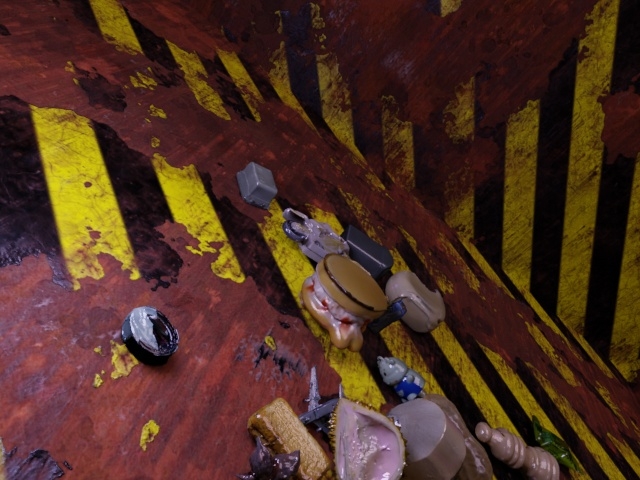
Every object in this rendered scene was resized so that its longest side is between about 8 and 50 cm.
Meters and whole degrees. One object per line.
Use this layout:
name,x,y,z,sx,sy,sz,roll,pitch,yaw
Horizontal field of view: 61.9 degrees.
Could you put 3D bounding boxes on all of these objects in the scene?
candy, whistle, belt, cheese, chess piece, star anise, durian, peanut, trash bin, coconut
candy,0.912,0.805,2.077,0.246,0.069,0.149,37,21,0
whistle,0.270,0.452,1.685,0.244,0.110,0.092,44,58,1
belt,-0.379,0.212,1.184,0.140,0.058,0.105,52,33,10
cheese,0.378,0.239,2.118,0.266,0.127,0.233,44,26,0
chess piece,0.654,0.719,1.814,0.307,0.124,0.138,33,60,-12
star anise,-0.106,0.521,1.017,0.219,0.148,0.227,-20,42,-14
durian,0.114,0.507,1.287,0.183,0.138,0.249,-8,63,-3
peanut,0.382,0.571,1.518,0.298,0.120,0.136,61,9,28
trash bin,0.181,0.056,2.157,0.236,0.101,0.176,35,29,-9
coconut,0.251,0.524,1.382,0.241,0.241,0.241,33,28,-20

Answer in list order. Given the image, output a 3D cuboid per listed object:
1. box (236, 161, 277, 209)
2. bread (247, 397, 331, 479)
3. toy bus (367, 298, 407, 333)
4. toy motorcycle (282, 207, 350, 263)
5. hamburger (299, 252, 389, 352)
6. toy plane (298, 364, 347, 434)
box,-0.231,-0.210,1.982,0.124,0.093,0.172,21,33,-38
bread,-0.071,0.463,1.204,0.211,0.083,0.114,49,32,13
toy bus,0.232,0.264,1.848,0.061,0.153,0.051,53,28,8
toy motorcycle,0.000,0.000,1.973,0.341,0.108,0.222,34,27,-21
hamburger,0.074,0.200,1.685,0.261,0.186,0.302,17,26,-44
toy plane,0.002,0.438,1.374,0.226,0.058,0.225,-4,68,-57
